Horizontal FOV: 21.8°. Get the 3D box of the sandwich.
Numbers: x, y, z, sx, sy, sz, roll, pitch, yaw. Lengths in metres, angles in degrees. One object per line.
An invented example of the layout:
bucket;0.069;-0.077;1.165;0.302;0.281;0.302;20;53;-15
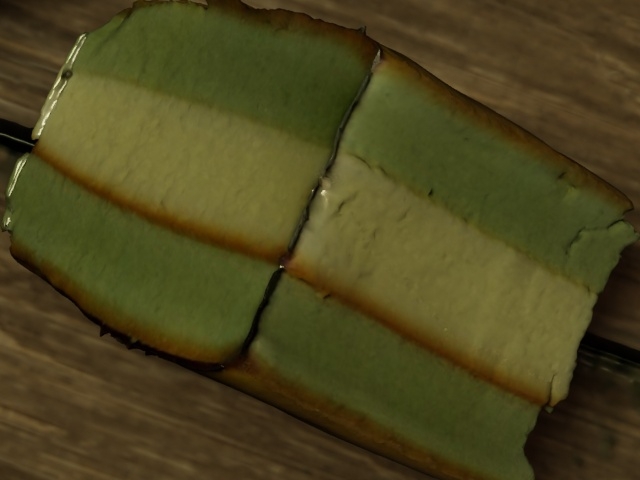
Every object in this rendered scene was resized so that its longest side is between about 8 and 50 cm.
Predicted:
sandwich;0.000;0.000;0.761;0.198;0.227;0.155;27;88;-38
